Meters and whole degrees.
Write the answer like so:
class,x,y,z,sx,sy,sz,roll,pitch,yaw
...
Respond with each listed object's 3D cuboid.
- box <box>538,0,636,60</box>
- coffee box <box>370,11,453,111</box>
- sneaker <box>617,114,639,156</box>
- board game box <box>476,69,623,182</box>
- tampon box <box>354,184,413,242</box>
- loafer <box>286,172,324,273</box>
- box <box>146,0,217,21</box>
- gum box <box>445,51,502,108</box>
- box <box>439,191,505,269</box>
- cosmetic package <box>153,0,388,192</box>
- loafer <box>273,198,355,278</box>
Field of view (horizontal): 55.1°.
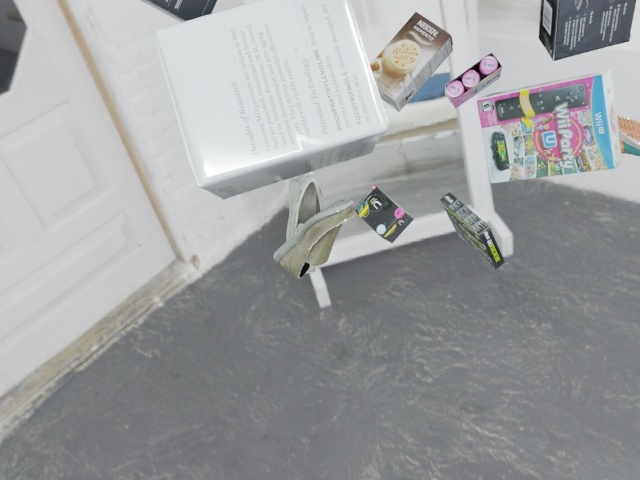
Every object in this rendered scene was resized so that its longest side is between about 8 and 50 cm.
class,x,y,z,sx,sy,sz,roll,pitch,yaw
box,0.523,-0.460,1.205,0.158,0.156,0.093,-13,49,5
coffee box,0.256,-0.525,1.807,0.141,0.098,0.246,42,93,20
sneaker,0.925,-0.319,1.930,0.302,0.121,0.108,28,59,21
board game box,0.559,-0.274,1.508,0.304,0.223,0.098,-4,15,38
tampon box,0.222,-0.092,2.163,0.120,0.101,0.161,-50,57,10
loafer,-0.041,-0.043,1.839,0.112,0.319,0.111,-12,21,-19
box,-0.327,-0.685,1.525,0.261,0.184,0.103,-64,27,7
gum box,0.491,-0.515,1.995,0.188,0.107,0.062,-35,79,8
box,0.433,-0.028,1.747,0.045,0.184,0.190,-37,44,-1
cosmetic package,-0.100,-0.309,1.346,0.394,0.327,0.329,-17,0,-1
loafer,0.000,0.000,1.271,0.094,0.251,0.087,-34,85,-43
